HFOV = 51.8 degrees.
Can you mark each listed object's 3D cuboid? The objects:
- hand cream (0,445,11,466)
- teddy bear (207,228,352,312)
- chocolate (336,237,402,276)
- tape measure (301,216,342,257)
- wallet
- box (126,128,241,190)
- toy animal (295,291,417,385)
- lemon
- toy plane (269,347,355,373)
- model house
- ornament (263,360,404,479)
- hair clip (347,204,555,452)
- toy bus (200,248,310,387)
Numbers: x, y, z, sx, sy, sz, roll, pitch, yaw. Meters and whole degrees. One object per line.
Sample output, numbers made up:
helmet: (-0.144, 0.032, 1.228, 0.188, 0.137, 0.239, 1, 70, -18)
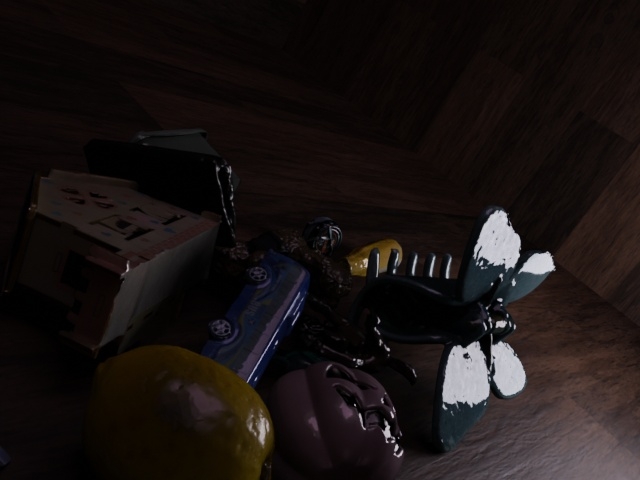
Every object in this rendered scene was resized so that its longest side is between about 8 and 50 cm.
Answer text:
hand cream: (-0.364, 0.206, 0.523, 0.088, 0.055, 0.256, 40, 16, 5)
teddy bear: (-0.073, 0.041, 1.107, 0.252, 0.182, 0.129, 10, 63, -3)
chocolate: (0.101, 0.040, 1.439, 0.086, 0.085, 0.219, 40, 23, 22)
tape measure: (0.001, -0.002, 1.377, 0.091, 0.094, 0.054, 11, 23, -42)
wallet: (-0.247, -0.074, 1.027, 0.245, 0.168, 0.052, 11, 39, 18)
box: (-0.260, -0.098, 1.179, 0.135, 0.163, 0.243, 44, 22, 9)
toy animal: (0.042, 0.147, 1.011, 0.233, 0.084, 0.148, 16, -10, 40)
lemon: (-0.142, 0.196, 0.664, 0.207, 0.170, 0.170, 29, 21, 5)
toy plane: (-0.029, 0.186, 0.981, 0.235, 0.060, 0.096, 22, 15, -30)
model house: (-0.304, 0.018, 0.873, 0.244, 0.169, 0.326, 25, 17, 6)
ornament: (0.007, 0.229, 0.780, 0.178, 0.177, 0.177, 26, 22, -12)
hair clip: (0.231, 0.124, 1.174, 0.239, 0.391, 0.318, 14, 7, 42)
toy bus: (-0.092, 0.119, 0.905, 0.094, 0.079, 0.236, 27, 46, 5)
